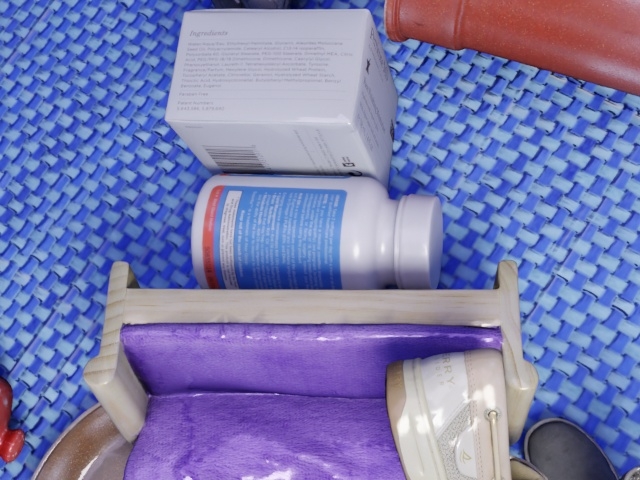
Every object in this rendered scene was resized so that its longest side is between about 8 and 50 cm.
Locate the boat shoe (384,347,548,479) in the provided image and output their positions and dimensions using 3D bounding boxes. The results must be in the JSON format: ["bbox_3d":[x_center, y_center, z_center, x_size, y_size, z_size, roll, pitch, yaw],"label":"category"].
[{"bbox_3d":[0.133,0.215,0.806,0.098,0.302,0.109,-15,25,9],"label":"boat shoe"}]

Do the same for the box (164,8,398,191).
[{"bbox_3d":[-0.030,-0.129,1.007,0.182,0.181,0.119,3,72,15],"label":"box"}]

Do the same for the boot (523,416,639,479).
[{"bbox_3d":[0.225,0.205,0.811,0.076,0.208,0.189,-34,67,0],"label":"boot"}]

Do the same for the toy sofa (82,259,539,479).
[{"bbox_3d":[-0.005,0.125,0.887,0.363,0.150,0.177,0,60,4],"label":"toy sofa"}]

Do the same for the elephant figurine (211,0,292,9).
[{"bbox_3d":[-0.018,-0.333,1.111,0.239,0.186,0.169,-44,23,-15],"label":"elephant figurine"}]

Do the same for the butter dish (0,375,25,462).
[{"bbox_3d":[-0.346,0.181,1.010,0.118,0.160,0.160,23,77,-4],"label":"butter dish"}]

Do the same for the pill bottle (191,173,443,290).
[{"bbox_3d":[0.000,0.000,0.986,0.221,0.124,0.124,3,72,15],"label":"pill bottle"}]

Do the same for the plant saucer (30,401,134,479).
[{"bbox_3d":[-0.133,0.282,0.960,0.311,0.050,0.310,-4,71,12],"label":"plant saucer"}]

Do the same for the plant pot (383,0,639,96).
[{"bbox_3d":[0.234,-0.268,0.964,0.265,0.272,0.272,24,78,11],"label":"plant pot"}]
